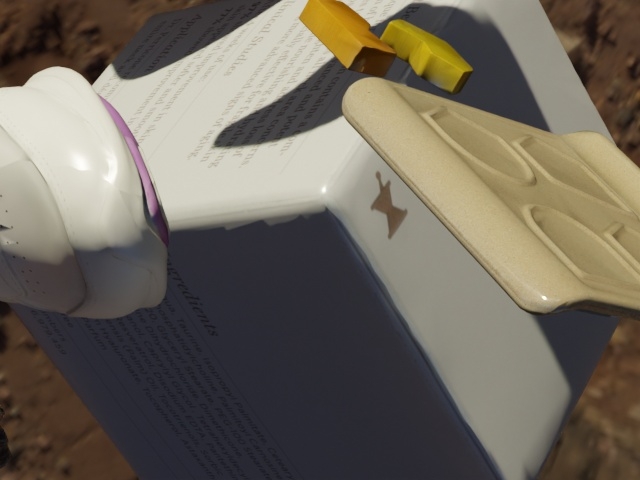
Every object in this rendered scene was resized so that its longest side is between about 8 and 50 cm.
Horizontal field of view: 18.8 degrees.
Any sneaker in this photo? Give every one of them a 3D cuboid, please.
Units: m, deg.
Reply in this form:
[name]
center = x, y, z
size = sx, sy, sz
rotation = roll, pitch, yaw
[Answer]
[sneaker]
center = -0.175, -0.005, 0.849
size = 0.305, 0.152, 0.114
rotation = 9, 123, 54

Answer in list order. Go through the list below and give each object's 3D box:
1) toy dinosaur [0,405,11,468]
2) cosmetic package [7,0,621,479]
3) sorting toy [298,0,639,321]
[toy dinosaur]
center = -0.215, 0.166, 0.896
size = 0.200, 0.296, 0.127
rotation = -31, 91, -12
[cosmetic package]
center = 0.000, 0.000, 1.598
size = 0.394, 0.329, 0.327
rotation = -6, 127, 40
[sorting toy]
center = 0.117, -0.039, 1.174
size = 0.307, 0.229, 0.041
rotation = 49, 119, 38
